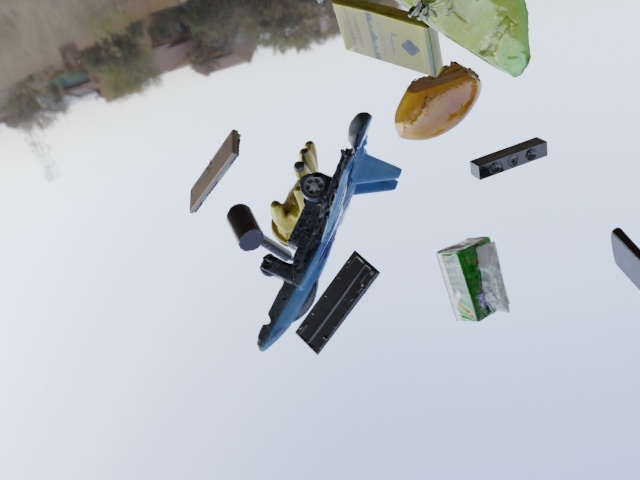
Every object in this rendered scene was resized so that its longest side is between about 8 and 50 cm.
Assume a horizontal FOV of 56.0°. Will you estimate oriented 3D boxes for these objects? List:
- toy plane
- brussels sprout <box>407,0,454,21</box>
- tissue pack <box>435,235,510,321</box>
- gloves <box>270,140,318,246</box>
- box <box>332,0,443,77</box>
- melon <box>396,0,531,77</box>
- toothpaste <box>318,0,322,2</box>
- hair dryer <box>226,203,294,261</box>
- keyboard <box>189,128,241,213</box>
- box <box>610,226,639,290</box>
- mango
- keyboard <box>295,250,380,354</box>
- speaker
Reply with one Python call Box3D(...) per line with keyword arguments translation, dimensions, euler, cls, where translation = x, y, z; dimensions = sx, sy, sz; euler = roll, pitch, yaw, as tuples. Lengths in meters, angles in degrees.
Box3D(translation=(-0.007, -0.004, 0.609), dimensions=(0.246, 0.078, 0.169), euler=(-55, 172, -8), cls="toy plane")
Box3D(translation=(0.137, -0.307, 0.739), dimensions=(0.058, 0.085, 0.085), euler=(20, -158, -13), cls="brussels sprout")
Box3D(translation=(0.445, 0.106, 1.685), dimensions=(0.147, 0.209, 0.156), euler=(-19, -175, -30), cls="tissue pack")
Box3D(translation=(-0.045, -0.095, 1.246), dimensions=(0.116, 0.294, 0.133), euler=(1, -113, -4), cls="gloves")
Box3D(translation=(0.160, -0.493, 1.449), dimensions=(0.278, 0.153, 0.041), euler=(27, -110, 30), cls="box")
Box3D(translation=(0.201, -0.385, 0.928), dimensions=(0.196, 0.323, 0.124), euler=(-32, -151, 48), cls="melon")
Box3D(translation=(-0.025, -0.504, 1.115), dimensions=(0.071, 0.089, 0.313), euler=(-52, -160, 21), cls="toothpaste")
Box3D(translation=(-0.143, -0.005, 1.591), dimensions=(0.070, 0.248, 0.114), euler=(-42, -129, 13), cls="hair dryer")
Box3D(translation=(-0.170, -0.108, 0.962), dimensions=(0.166, 0.017, 0.055), euler=(-43, -138, 42), cls="keyboard")
Box3D(translation=(0.689, 0.047, 1.325), dimensions=(0.026, 0.126, 0.125), euler=(-26, -140, 7), cls="box")
Box3D(translation=(0.298, -0.353, 1.556), dimensions=(0.252, 0.154, 0.126), euler=(-38, -155, 18), cls="mango")
Box3D(translation=(0.028, 0.113, 1.065), dimensions=(0.063, 0.198, 0.010), euler=(43, -160, 21), cls="keyboard")
Box3D(translation=(0.466, -0.204, 1.490), dimensions=(0.191, 0.040, 0.046), euler=(-20, -150, -8), cls="speaker")
